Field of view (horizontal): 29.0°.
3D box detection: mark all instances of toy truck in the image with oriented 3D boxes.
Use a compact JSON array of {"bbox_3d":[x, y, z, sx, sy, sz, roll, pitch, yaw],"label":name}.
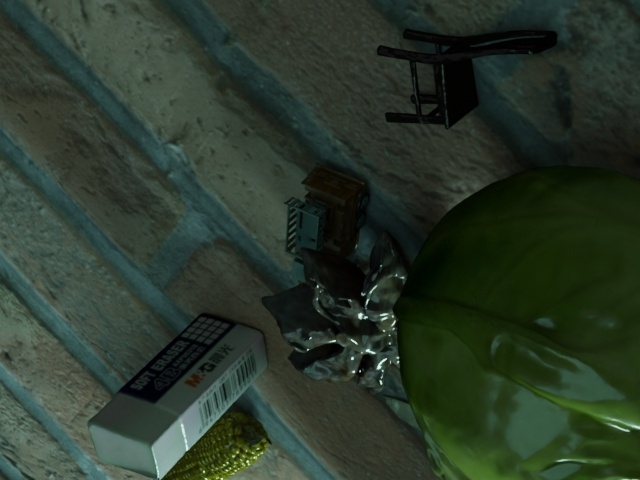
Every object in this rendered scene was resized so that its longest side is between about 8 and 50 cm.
[{"bbox_3d":[0.001,0.001,1.694,0.080,0.115,0.178,22,132,22],"label":"toy truck"}]

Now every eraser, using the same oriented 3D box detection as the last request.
[{"bbox_3d":[-0.212,0.232,1.886,0.130,0.287,0.086,12,128,30],"label":"eraser"}]

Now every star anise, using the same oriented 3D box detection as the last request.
[{"bbox_3d":[0.081,0.111,1.650,0.331,0.118,0.332,5,136,5],"label":"star anise"}]

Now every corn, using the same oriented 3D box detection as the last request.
[{"bbox_3d":[-0.190,0.363,2.095,0.101,0.101,0.310,52,136,-5],"label":"corn"}]

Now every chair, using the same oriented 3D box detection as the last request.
[{"bbox_3d":[0.180,-0.191,1.457,0.212,0.084,0.102,8,120,32],"label":"chair"}]

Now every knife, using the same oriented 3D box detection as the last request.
[{"bbox_3d":[0.204,0.292,1.781,0.297,0.017,0.047,27,132,37],"label":"knife"}]

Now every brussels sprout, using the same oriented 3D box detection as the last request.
[{"bbox_3d":[0.261,0.113,1.401,0.361,0.342,0.425,32,119,2],"label":"brussels sprout"}]
